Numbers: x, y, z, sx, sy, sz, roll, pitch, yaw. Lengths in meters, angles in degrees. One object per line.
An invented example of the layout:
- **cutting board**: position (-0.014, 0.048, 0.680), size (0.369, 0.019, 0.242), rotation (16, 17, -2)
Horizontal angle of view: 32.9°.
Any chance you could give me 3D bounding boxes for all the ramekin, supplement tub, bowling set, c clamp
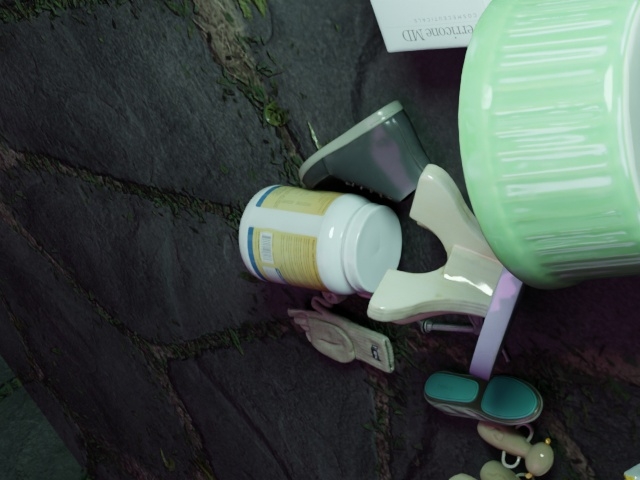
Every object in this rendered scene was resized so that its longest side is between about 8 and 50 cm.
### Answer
- **ramekin**: position (0.274, -0.105, 1.028), size (0.148, 0.303, 0.303), rotation (-2, 120, 40)
- **supplement tub**: position (0.000, 0.000, 1.543), size (0.199, 0.144, 0.144), rotation (9, 128, 35)
- **bowling set**: position (0.283, 0.414, 1.631), size (0.154, 0.287, 0.200), rotation (30, -176, 38)
- **c clamp**: position (0.185, 0.110, 1.555), size (0.160, 0.022, 0.137), rotation (6, 126, 45)

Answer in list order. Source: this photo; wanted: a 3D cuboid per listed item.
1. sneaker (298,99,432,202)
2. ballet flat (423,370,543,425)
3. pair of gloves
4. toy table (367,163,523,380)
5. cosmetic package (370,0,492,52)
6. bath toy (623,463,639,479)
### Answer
- **sneaker**: position (0.058, -0.088, 1.453), size (0.118, 0.083, 0.222), rotation (58, 144, 0)
- **ballet flat**: position (0.245, 0.232, 1.577), size (0.213, 0.072, 0.068), rotation (5, 153, 47)
- **pair of gloves**: position (0.017, 0.092, 1.710), size (0.204, 0.042, 0.240), rotation (9, 130, 40)
- **toy table**: position (0.172, 0.038, 1.333), size (0.160, 0.252, 0.274), rotation (22, 123, 12)
- **cosmetic package**: position (0.138, -0.308, 1.108), size (0.151, 0.151, 0.184), rotation (6, 126, 46)
- **bath toy**: position (0.489, 0.362, 1.281), size (0.348, 0.151, 0.129), rotation (9, 114, 64)
